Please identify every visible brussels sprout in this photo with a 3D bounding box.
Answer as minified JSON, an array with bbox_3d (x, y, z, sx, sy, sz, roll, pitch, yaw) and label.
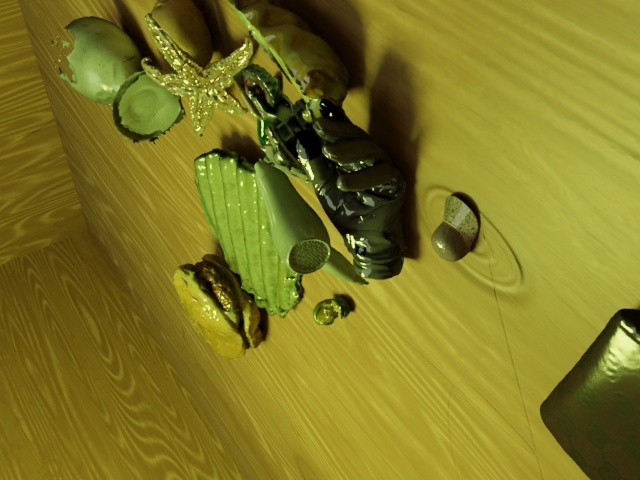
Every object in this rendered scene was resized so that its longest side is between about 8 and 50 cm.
[{"bbox_3d":[0.024,0.127,1.264,0.083,0.051,0.046,-21,126,42],"label":"brussels sprout"}]

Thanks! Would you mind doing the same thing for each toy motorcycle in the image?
[{"bbox_3d":[-0.062,-0.168,1.075,0.229,0.094,0.130,55,162,-26],"label":"toy motorcycle"}]

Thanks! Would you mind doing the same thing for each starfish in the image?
[{"bbox_3d":[-0.220,-0.292,1.218,0.231,0.048,0.295,35,149,-13],"label":"starfish"}]

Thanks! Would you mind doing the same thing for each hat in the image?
[{"bbox_3d":[0.159,-0.012,0.859,0.058,0.042,0.087,41,147,41],"label":"hat"}]

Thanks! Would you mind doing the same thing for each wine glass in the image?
[{"bbox_3d":[-0.474,-0.381,1.618,0.357,0.190,0.190,41,147,33],"label":"wine glass"}]

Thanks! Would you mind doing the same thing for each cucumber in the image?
[{"bbox_3d":[-0.087,-0.208,1.174,0.039,0.039,0.167,49,149,31],"label":"cucumber"}]

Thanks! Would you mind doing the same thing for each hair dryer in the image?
[{"bbox_3d":[0.000,0.000,1.055,0.237,0.075,0.206,41,-165,-41],"label":"hair dryer"}]

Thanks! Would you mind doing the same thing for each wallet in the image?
[{"bbox_3d":[0.327,0.187,0.708,0.182,0.049,0.229,50,151,29],"label":"wallet"}]

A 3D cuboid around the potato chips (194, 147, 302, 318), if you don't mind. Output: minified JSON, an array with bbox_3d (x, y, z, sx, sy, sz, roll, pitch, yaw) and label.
[{"bbox_3d":[-0.154,-0.026,1.456,0.358,0.070,0.429,43,152,30],"label":"potato chips"}]

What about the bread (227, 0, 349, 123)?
[{"bbox_3d":[-0.039,-0.262,0.962,0.232,0.088,0.128,54,178,31],"label":"bread"}]

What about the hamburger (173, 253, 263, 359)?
[{"bbox_3d":[-0.254,0.163,1.722,0.259,0.145,0.283,49,156,32],"label":"hamburger"}]

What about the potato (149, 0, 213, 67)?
[{"bbox_3d":[-0.251,-0.375,1.263,0.147,0.112,0.112,61,158,-15],"label":"potato"}]

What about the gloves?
[{"bbox_3d":[0.045,-0.067,0.941,0.142,0.119,0.285,7,140,30],"label":"gloves"}]

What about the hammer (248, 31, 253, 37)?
[{"bbox_3d":[-0.131,-0.407,1.095,0.178,0.021,0.065,65,156,6],"label":"hammer"}]
